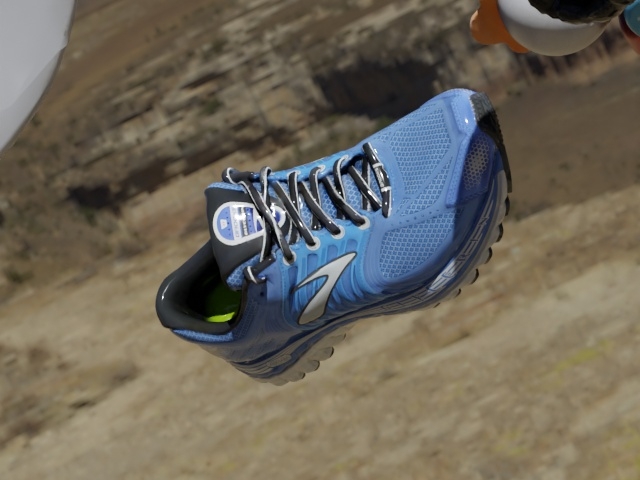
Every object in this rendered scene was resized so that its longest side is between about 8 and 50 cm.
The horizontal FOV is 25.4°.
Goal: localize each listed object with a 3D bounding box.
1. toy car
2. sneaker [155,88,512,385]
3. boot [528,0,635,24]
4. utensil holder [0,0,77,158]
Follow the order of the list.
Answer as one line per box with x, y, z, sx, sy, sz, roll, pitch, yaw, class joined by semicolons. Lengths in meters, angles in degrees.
0.264;-0.230;1.368;0.238;0.210;0.219;-17;48;27;toy car
0.000;0.000;1.025;0.147;0.130;0.330;18;-44;-39;sneaker
0.225;-0.201;0.835;0.131;0.348;0.260;-25;26;47;boot
-0.352;-0.197;0.820;0.327;0.328;0.385;-29;36;-23;utensil holder
